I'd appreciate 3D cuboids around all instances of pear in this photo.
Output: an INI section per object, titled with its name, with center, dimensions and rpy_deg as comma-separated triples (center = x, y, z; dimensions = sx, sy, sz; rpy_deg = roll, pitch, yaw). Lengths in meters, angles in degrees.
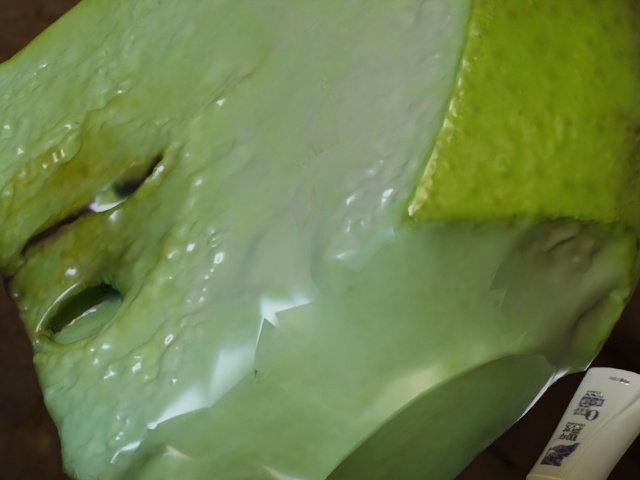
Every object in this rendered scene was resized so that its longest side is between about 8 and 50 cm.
[pear]
center = 0.014, -0.021, 0.737
dimensions = 0.282, 0.286, 0.176
rpy_deg = -43, -47, 12

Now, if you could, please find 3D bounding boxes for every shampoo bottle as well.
[shampoo bottle]
center = 0.154, 0.132, 1.055
dimensions = 0.141, 0.049, 0.034
rpy_deg = -52, -28, -35
